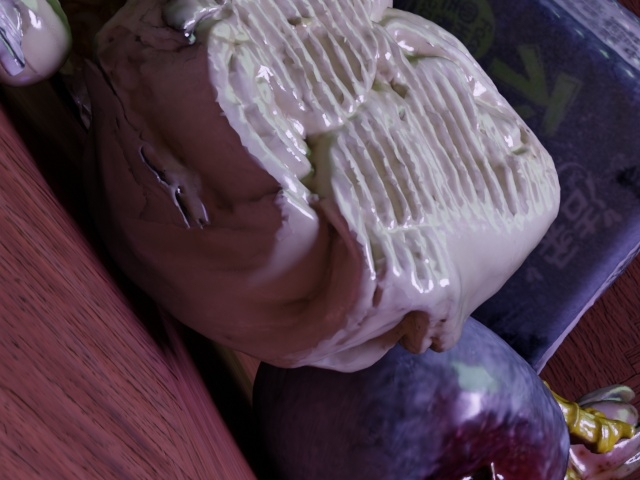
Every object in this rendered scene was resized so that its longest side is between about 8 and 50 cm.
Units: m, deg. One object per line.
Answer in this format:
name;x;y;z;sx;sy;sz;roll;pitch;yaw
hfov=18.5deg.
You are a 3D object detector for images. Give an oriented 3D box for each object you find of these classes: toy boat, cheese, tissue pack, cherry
toy boat;0.134;0.085;1.728;0.318;0.099;0.141;46;8;7
cheese;-0.206;-0.149;1.241;0.137;0.064;0.227;56;1;-23
tissue pack;0.109;-0.115;1.607;0.394;0.288;0.124;41;37;8
cherry;0.068;0.155;1.565;0.255;0.218;0.296;23;5;-39

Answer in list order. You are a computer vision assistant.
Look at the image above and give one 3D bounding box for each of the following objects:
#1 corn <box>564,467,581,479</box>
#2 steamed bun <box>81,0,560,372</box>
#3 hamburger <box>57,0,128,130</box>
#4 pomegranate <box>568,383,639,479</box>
corn;0.137;0.196;1.795;0.313;0.102;0.102;39;5;-11
steamed bun;-0.033;-0.062;1.425;0.394;0.237;0.346;26;47;-36
hamburger;-0.160;-0.150;1.771;0.207;0.135;0.155;62;0;-45
pomegranate;0.214;0.274;2.078;0.285;0.341;0.285;58;-6;10
